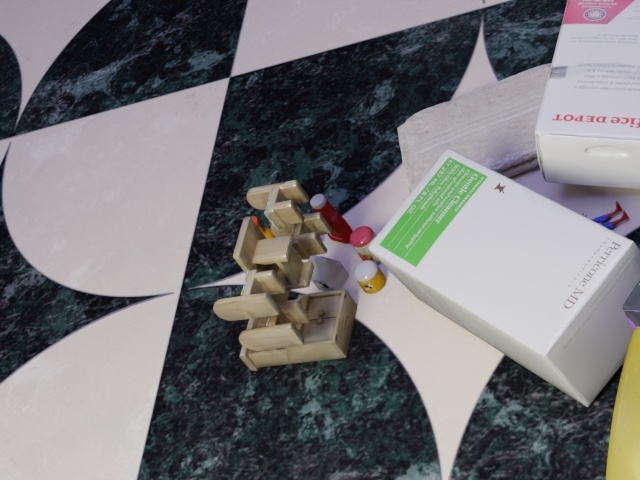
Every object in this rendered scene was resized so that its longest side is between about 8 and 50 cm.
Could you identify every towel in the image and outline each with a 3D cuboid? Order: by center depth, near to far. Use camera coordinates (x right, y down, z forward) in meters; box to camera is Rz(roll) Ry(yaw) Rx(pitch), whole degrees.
[{"bbox_3d":[0.257,-0.160,2.273,0.282,0.049,0.187,-20,45,16],"label":"towel"}]

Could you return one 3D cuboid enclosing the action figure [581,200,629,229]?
[{"bbox_3d":[0.377,-0.015,2.074,0.115,0.030,0.038,-34,45,5],"label":"action figure"}]

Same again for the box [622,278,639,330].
[{"bbox_3d":[0.528,0.105,1.759,0.270,0.165,0.143,19,64,42],"label":"box"}]

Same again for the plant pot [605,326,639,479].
[{"bbox_3d":[0.446,0.247,1.670,0.212,0.212,0.187,18,75,42],"label":"plant pot"}]

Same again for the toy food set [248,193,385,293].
[{"bbox_3d":[0.000,0.000,2.248,0.232,0.104,0.111,17,63,42],"label":"toy food set"}]

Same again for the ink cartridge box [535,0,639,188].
[{"bbox_3d":[0.438,-0.215,2.121,0.207,0.117,0.283,5,54,20],"label":"ink cartridge box"}]

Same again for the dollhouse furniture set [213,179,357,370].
[{"bbox_3d":[-0.076,0.072,2.129,0.161,0.242,0.212,-9,47,27],"label":"dollhouse furniture set"}]

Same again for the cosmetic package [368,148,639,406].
[{"bbox_3d":[0.266,0.043,1.989,0.197,0.155,0.365,-52,42,-7],"label":"cosmetic package"}]
